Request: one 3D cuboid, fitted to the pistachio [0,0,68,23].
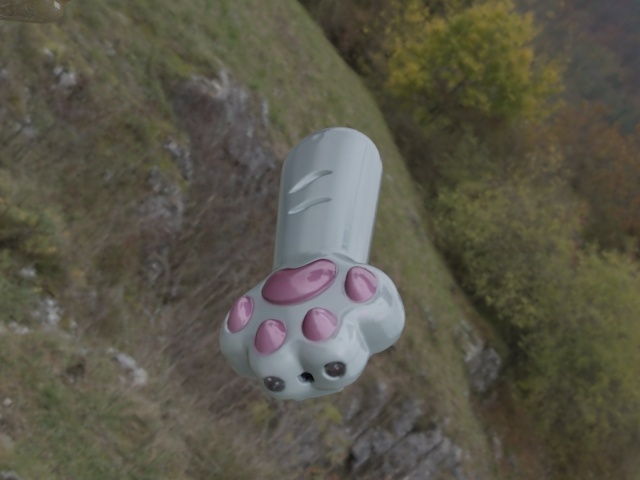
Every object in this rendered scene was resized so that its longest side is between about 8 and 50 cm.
[{"bbox_3d":[-0.419,-0.431,1.172,0.365,0.281,0.445,28,-14,27],"label":"pistachio"}]

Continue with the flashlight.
[{"bbox_3d":[0.000,0.000,0.545,0.200,0.093,0.047,-82,151,-51],"label":"flashlight"}]
